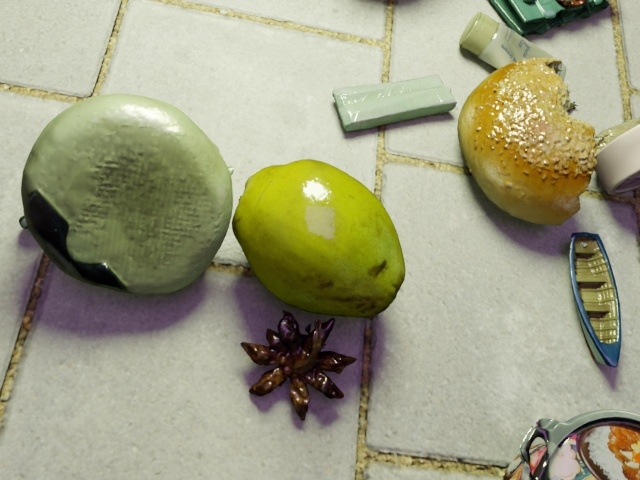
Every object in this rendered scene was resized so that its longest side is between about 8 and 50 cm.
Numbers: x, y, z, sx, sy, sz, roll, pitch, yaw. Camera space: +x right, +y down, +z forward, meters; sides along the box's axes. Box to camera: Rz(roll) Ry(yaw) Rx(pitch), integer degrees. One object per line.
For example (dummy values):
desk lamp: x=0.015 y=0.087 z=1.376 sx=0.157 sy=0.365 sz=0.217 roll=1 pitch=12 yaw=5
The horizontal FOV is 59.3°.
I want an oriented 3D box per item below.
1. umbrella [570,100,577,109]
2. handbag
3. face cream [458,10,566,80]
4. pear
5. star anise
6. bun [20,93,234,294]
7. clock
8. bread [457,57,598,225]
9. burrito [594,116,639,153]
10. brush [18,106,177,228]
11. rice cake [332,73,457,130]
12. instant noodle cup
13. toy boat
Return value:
umbrella: x=0.465 y=-0.249 z=1.086 sx=0.083 sy=0.020 sz=0.031 roll=-32 pitch=38 yaw=-20
handbag: x=0.460 y=-0.577 z=1.170 sx=0.268 sy=0.100 sz=0.274 roll=-20 pitch=73 yaw=-17
face cream: x=0.384 y=-0.360 z=1.097 sx=0.224 sy=0.070 sz=0.114 roll=28 pitch=66 yaw=-8
pear: x=0.000 y=0.000 z=0.805 sx=0.269 sy=0.212 sz=0.212 roll=33 pitch=67 yaw=3
star anise: x=-0.032 y=0.173 z=0.795 sx=0.167 sy=0.057 sz=0.168 roll=2 pitch=106 yaw=8
bun: x=-0.263 y=-0.071 z=0.796 sx=0.283 sy=0.179 sz=0.284 roll=-5 pitch=112 yaw=-12
clock: x=0.579 y=-0.154 z=0.970 sx=0.196 sy=0.197 sz=0.068 roll=-17 pitch=73 yaw=-16
bread: x=0.337 y=-0.193 z=0.959 sx=0.191 sy=0.171 sz=0.314 roll=9 pitch=67 yaw=-10
burrito: x=0.575 y=-0.194 z=1.068 sx=0.188 sy=0.045 sz=0.058 roll=-21 pitch=80 yaw=-19
brush: x=-0.323 y=-0.100 z=0.874 sx=0.297 sy=0.068 sz=0.060 roll=-42 pitch=102 yaw=-18
rice cake: x=0.134 y=-0.254 z=1.017 sx=0.221 sy=0.042 sz=0.080 roll=-13 pitch=67 yaw=-13
instant noodle cup: x=0.349 y=0.362 z=0.733 sx=0.258 sy=0.182 sz=0.302 roll=-37 pitch=79 yaw=-21
toy boat: x=0.451 y=0.097 z=0.930 sx=0.080 sy=0.046 sz=0.229 roll=2 pitch=69 yaw=-10
